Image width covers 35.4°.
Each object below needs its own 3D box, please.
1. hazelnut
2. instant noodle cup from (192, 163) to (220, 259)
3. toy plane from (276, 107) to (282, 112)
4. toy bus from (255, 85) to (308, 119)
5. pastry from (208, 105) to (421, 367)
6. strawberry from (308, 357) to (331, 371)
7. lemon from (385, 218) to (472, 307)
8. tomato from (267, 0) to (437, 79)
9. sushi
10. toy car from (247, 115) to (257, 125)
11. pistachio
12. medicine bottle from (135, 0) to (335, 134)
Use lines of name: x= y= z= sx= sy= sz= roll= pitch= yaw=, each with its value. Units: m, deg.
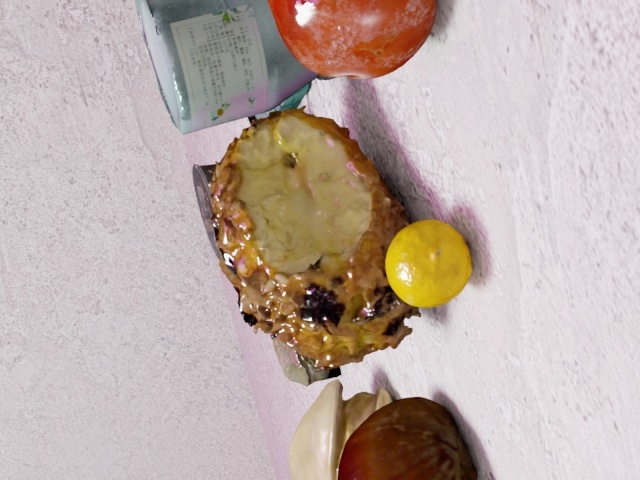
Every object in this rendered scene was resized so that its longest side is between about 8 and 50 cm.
hazelnut: x=0.139 y=0.359 z=1.559 sx=0.252 sy=0.217 sz=0.217 roll=-86 pitch=-8 yaw=-49
instant noodle cup: x=-0.146 y=-0.084 z=2.133 sx=0.217 sy=0.207 sz=0.218 roll=164 pitch=90 yaw=-76
toy plane: x=-0.047 y=-0.155 z=1.808 sx=0.273 sy=0.107 sz=0.182 roll=31 pitch=157 yaw=47
toy bus: x=-0.081 y=-0.295 z=1.877 sx=0.109 sy=0.091 sz=0.261 roll=61 pitch=167 yaw=4
pastry: x=-0.013 y=0.012 z=1.539 sx=0.405 sy=0.292 sz=0.337 roll=56 pitch=171 yaw=29
strawberry: x=0.008 y=0.189 z=2.123 sx=0.146 sy=0.082 sz=0.187 roll=-139 pitch=41 yaw=-57
lemon: x=0.140 y=0.031 z=1.312 sx=0.155 sy=0.114 sz=0.114 roll=121 pitch=131 yaw=-77
tomato: x=0.030 y=-0.306 z=1.175 sx=0.232 sy=0.188 sz=0.232 roll=165 pitch=90 yaw=-75
sushi: x=-0.064 y=0.198 z=2.269 sx=0.134 sy=0.109 sz=0.273 roll=-8 pitch=102 yaw=51
toy car: x=-0.130 y=-0.296 z=2.116 sx=0.216 sy=0.063 sz=0.103 roll=106 pitch=146 yaw=-77
pistachio: x=0.053 y=0.411 z=1.930 sx=0.238 sy=0.229 sz=0.321 roll=-81 pitch=-2 yaw=-54
medicine bottle: x=-0.113 y=-0.316 z=1.532 sx=0.245 sy=0.289 sz=0.245 roll=162 pitch=90 yaw=-78
